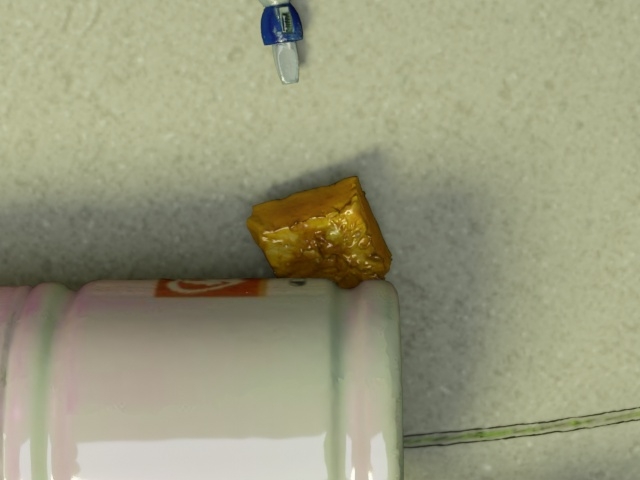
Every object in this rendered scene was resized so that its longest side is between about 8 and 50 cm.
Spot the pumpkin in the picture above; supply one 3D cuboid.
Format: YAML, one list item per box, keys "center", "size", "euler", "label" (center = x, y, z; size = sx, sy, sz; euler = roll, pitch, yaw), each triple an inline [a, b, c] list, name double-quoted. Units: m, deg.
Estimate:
- center: [0.000, 0.000, 1.156]
  size: [0.083, 0.054, 0.074]
  euler: [-17, 124, 7]
  label: "pumpkin"

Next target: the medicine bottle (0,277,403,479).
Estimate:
- center: [-0.105, 0.125, 1.100]
  size: [0.315, 0.202, 0.202]
  euler: [0, 103, 1]
  label: "medicine bottle"

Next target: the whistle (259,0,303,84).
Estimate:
- center: [-0.025, -0.146, 1.135]
  size: [0.033, 0.029, 0.083]
  euler: [-10, 96, -16]
  label: "whistle"
